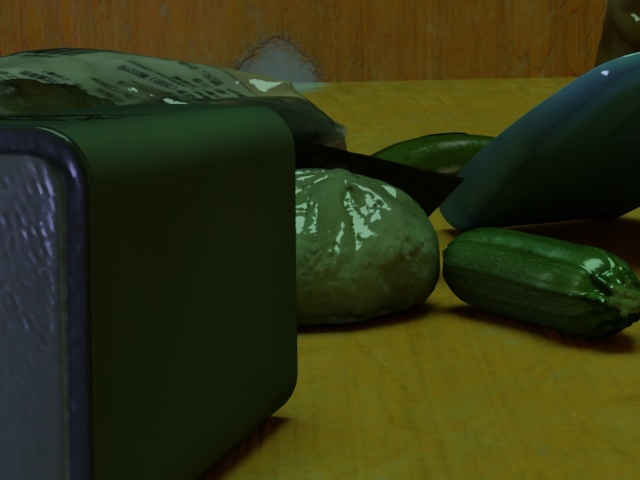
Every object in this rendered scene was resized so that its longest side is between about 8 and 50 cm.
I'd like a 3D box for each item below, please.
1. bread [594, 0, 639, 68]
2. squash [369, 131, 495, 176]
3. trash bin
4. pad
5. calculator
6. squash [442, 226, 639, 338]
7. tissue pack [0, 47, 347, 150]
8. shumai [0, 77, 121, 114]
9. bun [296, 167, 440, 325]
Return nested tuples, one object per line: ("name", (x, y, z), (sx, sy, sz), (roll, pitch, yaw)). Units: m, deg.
("bread", (0.419, -0.180, 2.191), (0.238, 0.252, 0.196), (5, 6, 5))
("squash", (0.120, -0.078, 2.110), (0.080, 0.071, 0.318), (9, 14, 43))
("trash bin", (-0.133, 0.032, 1.075), (0.158, 0.223, 0.343), (2, 9, 16))
("pad", (0.016, -0.031, 1.651), (0.190, 0.004, 0.127), (11, -44, -35))
("calculator", (0.279, -0.096, 1.799), (0.256, 0.054, 0.386), (-6, -21, -26))
("squash", (0.172, 0.032, 1.472), (0.077, 0.068, 0.219), (27, -7, -31))
("tissue pack", (-0.222, -0.074, 1.729), (0.375, 0.195, 0.390), (1, 11, 40))
("shumai", (-0.182, 0.015, 1.406), (0.271, 0.204, 0.222), (26, 24, -22))
("bun", (0.000, 0.000, 1.546), (0.195, 0.118, 0.195), (1, 8, 0))
